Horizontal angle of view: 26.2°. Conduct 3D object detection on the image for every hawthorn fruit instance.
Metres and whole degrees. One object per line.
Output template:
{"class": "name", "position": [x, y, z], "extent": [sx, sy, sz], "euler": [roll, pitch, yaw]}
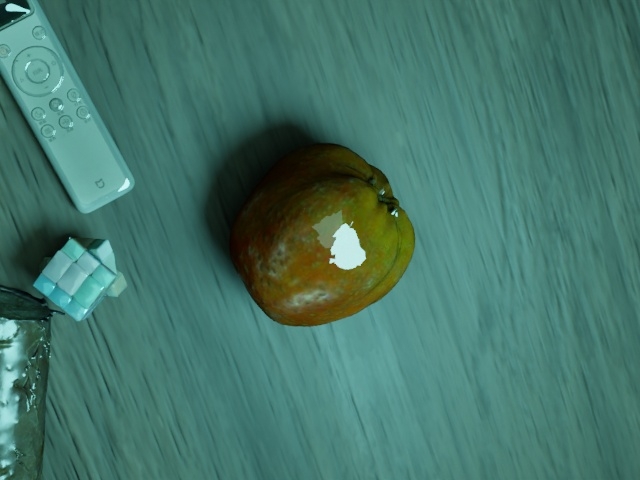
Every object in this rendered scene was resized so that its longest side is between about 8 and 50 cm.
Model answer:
{"class": "hawthorn fruit", "position": [0.000, 0.000, 1.379], "extent": [0.189, 0.189, 0.189], "euler": [-2, 101, -13]}

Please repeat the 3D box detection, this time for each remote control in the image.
{"class": "remote control", "position": [-0.270, -0.150, 1.357], "extent": [0.067, 0.029, 0.261], "euler": [-29, 105, -7]}

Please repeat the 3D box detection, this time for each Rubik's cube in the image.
{"class": "Rubik's cube", "position": [-0.237, 0.035, 1.381], "extent": [0.084, 0.073, 0.075], "euler": [-35, 89, 0]}

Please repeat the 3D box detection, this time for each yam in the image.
{"class": "yam", "position": [-0.328, 0.183, 1.356], "extent": [0.131, 0.131, 0.279], "euler": [3, 99, -14]}
